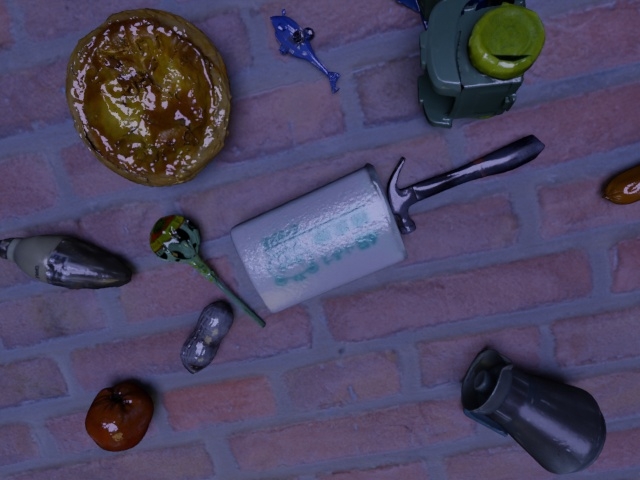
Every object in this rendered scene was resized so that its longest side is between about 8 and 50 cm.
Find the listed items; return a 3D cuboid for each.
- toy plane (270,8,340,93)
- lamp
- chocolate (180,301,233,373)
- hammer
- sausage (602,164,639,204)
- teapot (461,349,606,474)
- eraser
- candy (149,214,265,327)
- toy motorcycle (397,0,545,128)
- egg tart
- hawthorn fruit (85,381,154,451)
[{"bbox_3d":[-0.026,-0.328,0.713,0.167,0.054,0.062,42,128,-7],"label":"toy plane"},{"bbox_3d":[-0.501,0.043,0.802,0.249,0.101,0.101,16,105,-4],"label":"lamp"},{"bbox_3d":[-0.237,0.201,0.844,0.072,0.072,0.167,28,103,-4],"label":"chocolate"},{"bbox_3d":[0.261,-0.127,0.752,0.289,0.037,0.137,-23,104,9],"label":"hammer"},{"bbox_3d":[0.599,-0.115,0.731,0.183,0.054,0.062,-25,130,6],"label":"sausage"},{"bbox_3d":[0.403,0.339,0.813,0.225,0.171,0.203,30,134,2],"label":"teapot"},{"bbox_3d":[0.000,0.000,0.766,0.289,0.104,0.189,-24,106,9],"label":"eraser"},{"bbox_3d":[-0.212,0.070,0.819,0.091,0.083,0.305,-45,107,-5],"label":"candy"},{"bbox_3d":[0.214,-0.359,0.638,0.199,0.191,0.327,-4,85,12],"label":"toy motorcycle"},{"bbox_3d":[-0.285,-0.239,0.713,0.289,0.115,0.291,1,107,2],"label":"egg tart"},{"bbox_3d":[-0.433,0.384,0.873,0.132,0.133,0.138,6,115,1],"label":"hawthorn fruit"}]
